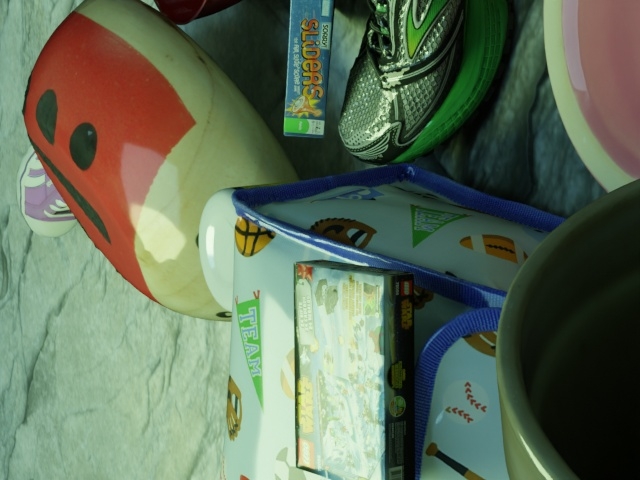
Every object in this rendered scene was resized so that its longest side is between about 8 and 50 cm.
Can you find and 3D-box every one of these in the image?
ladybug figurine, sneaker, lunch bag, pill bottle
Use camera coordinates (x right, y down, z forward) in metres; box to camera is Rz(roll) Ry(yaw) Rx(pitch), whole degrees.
[{"bbox_3d":[-0.164,-0.074,1.478,0.449,0.162,0.305,43,156,45],"label":"ladybug figurine"},{"bbox_3d":[0.065,-0.205,1.135,0.134,0.146,0.343,54,141,41],"label":"sneaker"},{"bbox_3d":[-0.298,-0.063,1.870,0.161,0.102,0.282,61,144,29],"label":"sneaker"},{"bbox_3d":[0.109,0.150,1.055,0.385,0.239,0.327,23,116,40],"label":"lunch bag"},{"bbox_3d":[0.000,0.000,1.253,0.103,0.184,0.103,20,113,59],"label":"pill bottle"}]

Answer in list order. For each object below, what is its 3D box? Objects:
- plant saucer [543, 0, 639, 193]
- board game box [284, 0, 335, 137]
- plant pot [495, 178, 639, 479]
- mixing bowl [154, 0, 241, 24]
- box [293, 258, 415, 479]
[{"bbox_3d":[0.239,-0.134,0.899,0.332,0.084,0.332,18,111,59],"label":"plant saucer"},{"bbox_3d":[-0.005,-0.199,1.258,0.201,0.035,0.136,-86,0,-49],"label":"board game box"},{"bbox_3d":[0.253,0.155,0.756,0.323,0.323,0.280,48,153,47],"label":"plant pot"},{"bbox_3d":[-0.096,-0.299,1.454,0.181,0.098,0.181,17,110,59],"label":"mixing bowl"},{"bbox_3d":[0.020,0.084,0.943,0.094,0.027,0.137,8,101,52],"label":"box"}]
